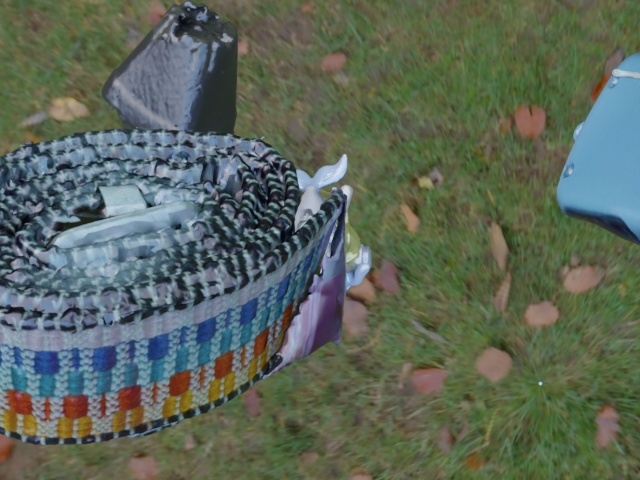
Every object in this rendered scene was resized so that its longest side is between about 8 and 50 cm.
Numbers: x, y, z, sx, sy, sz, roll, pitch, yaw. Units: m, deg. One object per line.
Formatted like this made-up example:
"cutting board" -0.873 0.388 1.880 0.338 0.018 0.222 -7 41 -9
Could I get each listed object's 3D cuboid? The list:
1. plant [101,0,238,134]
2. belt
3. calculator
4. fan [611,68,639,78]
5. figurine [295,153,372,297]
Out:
"plant" -0.200 -0.198 1.624 0.164 0.142 0.256 36 130 13
"belt" -0.139 0.032 0.883 0.295 0.160 0.207 -20 48 -32
"calculator" 0.309 -0.069 0.973 0.293 0.051 0.173 23 85 57
"fan" 0.258 -0.119 0.881 0.083 0.004 0.056 6 72 5
"figurine" 0.000 0.000 1.471 0.128 0.184 0.209 -5 96 7
